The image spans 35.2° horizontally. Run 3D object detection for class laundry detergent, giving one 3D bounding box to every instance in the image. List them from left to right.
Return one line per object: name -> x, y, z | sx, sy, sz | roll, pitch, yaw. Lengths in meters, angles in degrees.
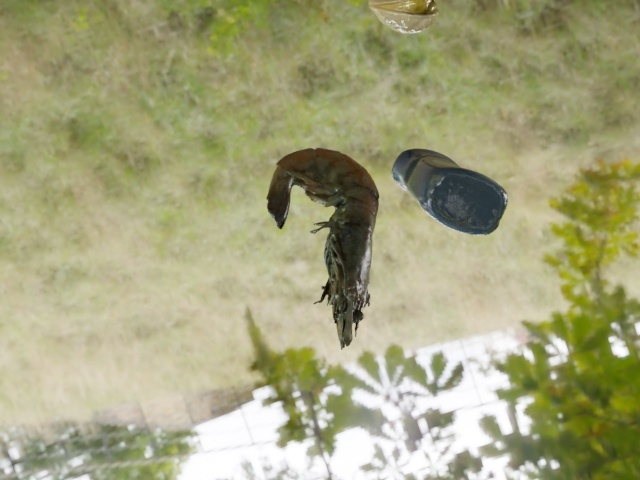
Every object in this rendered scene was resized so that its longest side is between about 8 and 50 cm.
laundry detergent -> 0.192, -0.088, 1.619 | 0.143, 0.094, 0.290 | 16, -170, -13

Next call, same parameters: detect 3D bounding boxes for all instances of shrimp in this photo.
shrimp -> 0.000, 0.000, 1.386 | 0.169, 0.296, 0.058 | 12, 152, -16

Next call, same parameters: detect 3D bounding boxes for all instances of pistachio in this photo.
pistachio -> 0.178, -0.501, 2.164 | 0.145, 0.117, 0.200 | -11, -154, -11
